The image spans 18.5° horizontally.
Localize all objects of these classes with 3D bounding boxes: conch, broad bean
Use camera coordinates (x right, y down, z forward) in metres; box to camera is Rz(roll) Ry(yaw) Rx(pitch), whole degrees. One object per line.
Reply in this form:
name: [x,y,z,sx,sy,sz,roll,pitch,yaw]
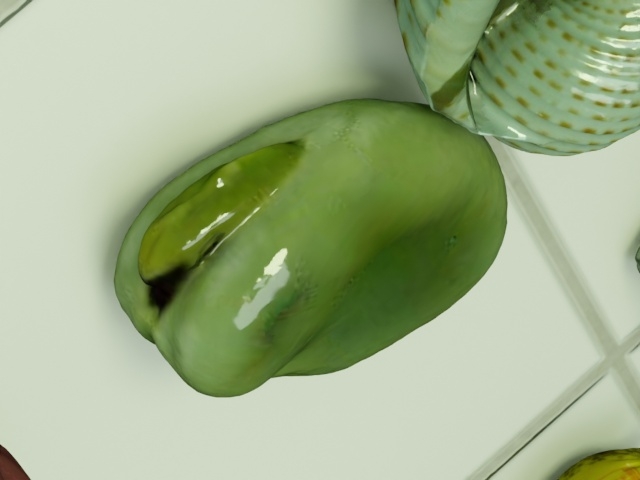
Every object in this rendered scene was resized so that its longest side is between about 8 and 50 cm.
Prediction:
conch: [0.115,-0.137,0.948,0.172,0.131,0.200,11,121,-25]
broad bean: [0.000,0.000,0.995,0.228,0.100,0.169,-1,130,-50]

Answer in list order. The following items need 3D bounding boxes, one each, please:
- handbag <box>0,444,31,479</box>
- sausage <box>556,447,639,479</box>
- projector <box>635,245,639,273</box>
handbag: [-0.224,0.194,0.927,0.135,0.146,0.225,18,108,-49]
sausage: [0.149,0.276,1.275,0.123,0.123,0.347,13,111,-42]
projector: [0.339,0.040,1.201,0.256,0.192,0.099,18,104,-43]
